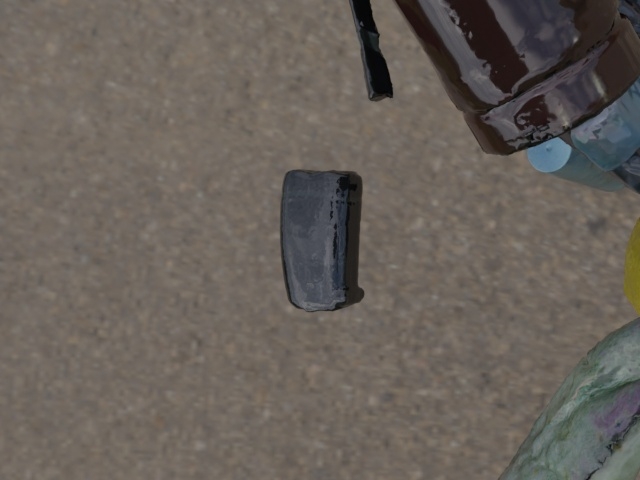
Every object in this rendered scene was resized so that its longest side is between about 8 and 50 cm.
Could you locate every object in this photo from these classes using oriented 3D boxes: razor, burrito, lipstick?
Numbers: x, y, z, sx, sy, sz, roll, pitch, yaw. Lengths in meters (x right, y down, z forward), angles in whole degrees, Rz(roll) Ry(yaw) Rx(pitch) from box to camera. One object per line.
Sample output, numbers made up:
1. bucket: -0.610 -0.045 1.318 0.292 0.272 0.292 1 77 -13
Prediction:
1. razor: 0.000 0.000 1.577 0.090 0.054 0.148 3 95 33
2. burrito: 0.139 0.168 0.938 0.096 0.066 0.309 -97 29 -58
3. lipstick: 0.255 -0.078 1.481 0.048 0.158 0.048 -4 83 32

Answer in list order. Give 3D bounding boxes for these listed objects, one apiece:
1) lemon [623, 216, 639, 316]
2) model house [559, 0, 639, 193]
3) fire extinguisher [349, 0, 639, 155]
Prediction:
1. lemon: 0.371 0.027 1.363 0.178 0.203 0.178 -53 22 32
2. model house: 0.176 -0.241 1.206 0.297 0.360 0.339 -36 24 36
3. fire extinguisher: 0.022 -0.198 0.723 0.141 0.341 0.105 -36 15 -7
